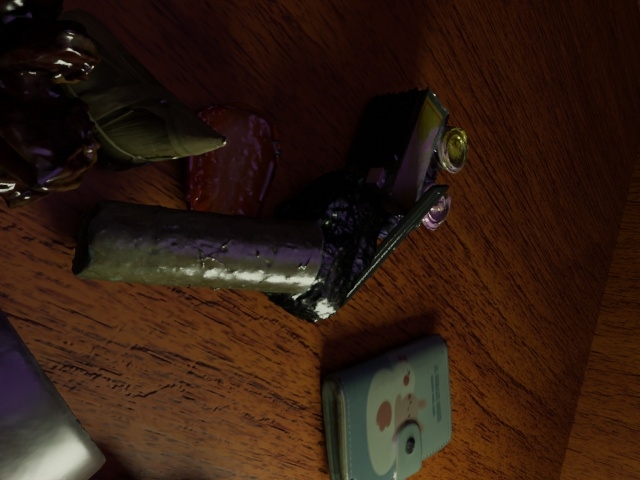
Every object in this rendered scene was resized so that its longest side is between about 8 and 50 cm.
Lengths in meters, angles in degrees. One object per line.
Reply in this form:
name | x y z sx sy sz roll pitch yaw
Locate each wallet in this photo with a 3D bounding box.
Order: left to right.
wallet | 0.140 0.330 0.954 0.361 0.083 0.252 -5 93 -46

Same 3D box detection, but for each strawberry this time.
strawberry | -0.122 -0.082 0.636 0.121 0.082 0.188 16 97 -16

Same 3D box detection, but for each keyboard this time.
keyboard | 0.132 -0.016 0.759 0.041 0.381 0.103 51 24 11

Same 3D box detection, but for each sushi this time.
sushi | 0.000 0.000 0.724 0.127 0.124 0.225 49 62 -31

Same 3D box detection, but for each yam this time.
yam | -0.131 0.009 0.559 0.260 0.093 0.093 6 90 -23

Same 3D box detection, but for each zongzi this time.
zongzi | -0.183 -0.163 0.480 0.081 0.178 0.188 -46 125 -42

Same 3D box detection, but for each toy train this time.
toy train | 0.148 -0.132 0.863 0.177 0.134 0.260 37 69 -42

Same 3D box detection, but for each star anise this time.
star anise | -0.248 -0.137 0.402 0.126 0.190 0.220 -26 113 -38

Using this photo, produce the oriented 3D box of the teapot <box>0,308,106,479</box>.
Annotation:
teapot | -0.347 0.184 0.350 0.312 0.233 0.314 -34 146 -32
